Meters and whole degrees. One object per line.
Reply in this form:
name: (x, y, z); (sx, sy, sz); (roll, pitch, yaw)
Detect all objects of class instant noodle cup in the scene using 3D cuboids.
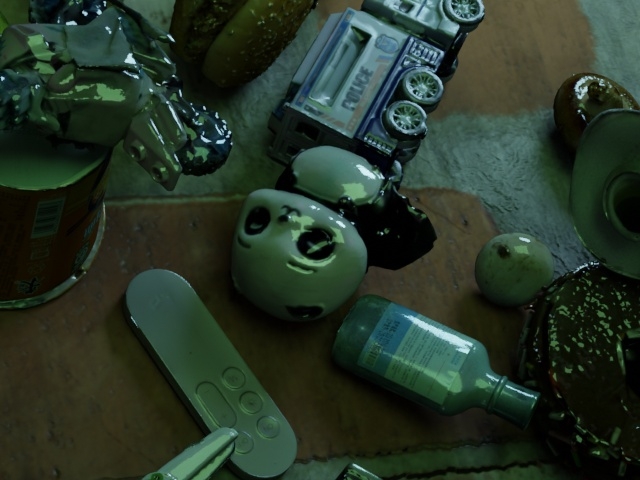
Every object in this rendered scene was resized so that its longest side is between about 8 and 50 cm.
instant noodle cup: (-0.298, -0.075, 1.773); (0.230, 0.182, 0.230); (9, 58, -15)

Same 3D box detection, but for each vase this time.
vase: (0.454, -0.096, 2.011); (0.445, 0.250, 0.250); (-22, 70, -45)

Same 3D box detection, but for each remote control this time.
remote control: (-0.110, 0.131, 1.820); (0.077, 0.022, 0.245); (-27, 73, -33)

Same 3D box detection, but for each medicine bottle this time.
medicine bottle: (0.118, 0.128, 1.869); (0.208, 0.054, 0.090); (25, 55, 11)

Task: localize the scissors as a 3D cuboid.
scissors: (-0.152, 0.241, 1.723); (0.204, 0.027, 0.101); (-37, 80, -26)

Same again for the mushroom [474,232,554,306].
mushroom: (0.204, 0.026, 1.982); (0.085, 0.085, 0.079); (16, 22, -12)

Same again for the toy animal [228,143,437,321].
toy animal: (0.000, 0.000, 1.865); (0.166, 0.138, 0.179); (23, 46, 31)

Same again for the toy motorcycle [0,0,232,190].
toy motorcycle: (-0.215, -0.122, 1.660); (0.239, 0.108, 0.204); (33, 43, 27)

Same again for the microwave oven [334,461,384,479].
microwave oven: (0.100, 0.407, 1.618); (0.355, 0.218, 0.286); (31, 54, -1)

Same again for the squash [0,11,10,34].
squash: (-0.378, -0.238, 1.894); (0.095, 0.095, 0.188); (-22, 70, -30)

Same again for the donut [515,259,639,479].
donut: (0.326, 0.143, 1.935); (0.269, 0.103, 0.270); (8, 60, -15)

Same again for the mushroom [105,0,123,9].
mushroom: (-0.230, -0.294, 1.947); (0.122, 0.154, 0.154); (3, 60, -12)

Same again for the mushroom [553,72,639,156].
mushroom: (0.316, -0.132, 2.106); (0.109, 0.085, 0.126); (32, 43, -46)

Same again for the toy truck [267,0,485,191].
toy truck: (0.062, -0.182, 2.012); (0.155, 0.124, 0.268); (27, 56, 1)

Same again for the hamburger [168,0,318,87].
hamburger: (-0.077, -0.251, 1.958); (0.118, 0.191, 0.182); (31, 84, 8)
